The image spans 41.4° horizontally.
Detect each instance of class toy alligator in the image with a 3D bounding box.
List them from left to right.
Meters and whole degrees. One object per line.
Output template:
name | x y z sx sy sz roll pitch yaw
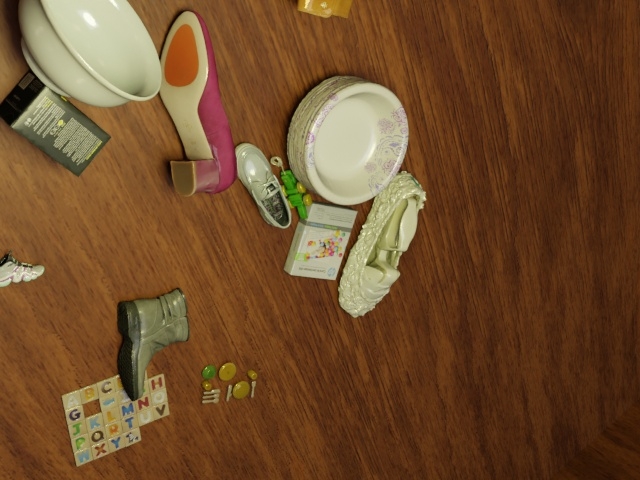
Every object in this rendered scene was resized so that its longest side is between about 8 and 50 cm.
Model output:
toy alligator | -0.065 -0.133 1.973 0.051 0.056 0.190 -73 146 -47

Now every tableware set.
tableware set | -0.226 0.346 2.090 0.154 0.024 0.104 0 107 -35

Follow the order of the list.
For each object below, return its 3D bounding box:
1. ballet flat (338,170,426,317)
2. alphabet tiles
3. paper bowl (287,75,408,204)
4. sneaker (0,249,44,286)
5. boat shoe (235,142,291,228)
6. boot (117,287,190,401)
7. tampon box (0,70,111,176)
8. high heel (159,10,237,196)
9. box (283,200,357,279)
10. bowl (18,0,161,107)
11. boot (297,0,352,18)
ballet flat | 0.159 0.025 2.152 0.147 0.147 0.409 8 106 -38
alphabet tiles | -0.463 0.396 1.946 0.237 0.009 0.198 -18 120 -28
paper bowl | 0.050 -0.235 1.943 0.284 0.148 0.284 -16 120 -30
sneaker | -0.598 0.048 1.670 0.098 0.038 0.069 -18 121 -29
boat shoe | -0.122 -0.121 1.912 0.079 0.081 0.227 -38 128 -16
boot | -0.364 0.235 1.895 0.161 0.083 0.247 -9 110 -34
tampon box | -0.494 -0.216 1.571 0.101 0.120 0.161 -51 131 -4
high heel | -0.240 -0.283 1.766 0.181 0.127 0.377 -25 124 -60
box | 0.000 0.000 2.086 0.145 0.038 0.186 9 106 -38
bowl | -0.430 -0.347 1.498 0.134 0.298 0.298 -29 133 20
boot | -0.016 -0.573 1.719 0.295 0.104 0.211 8 106 -43
